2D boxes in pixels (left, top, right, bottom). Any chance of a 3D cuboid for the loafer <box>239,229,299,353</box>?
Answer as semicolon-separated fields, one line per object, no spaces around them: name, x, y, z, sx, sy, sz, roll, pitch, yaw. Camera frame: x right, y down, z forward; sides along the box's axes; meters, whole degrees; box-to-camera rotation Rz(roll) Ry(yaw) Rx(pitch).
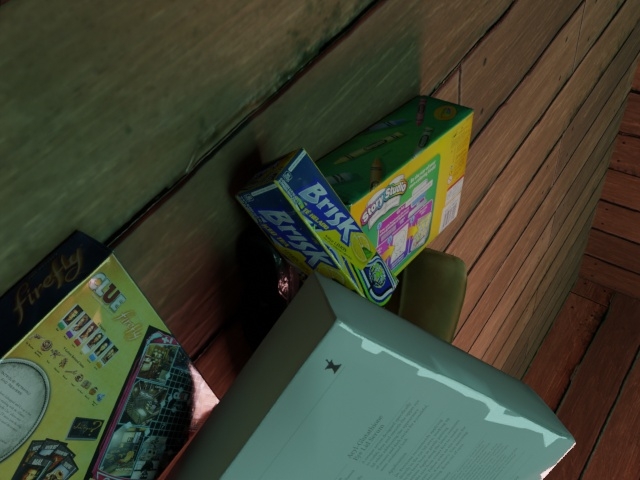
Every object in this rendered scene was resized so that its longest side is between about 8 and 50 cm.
loafer;-0.043;0.060;0.618;0.061;0.062;0.170;-38;142;-46

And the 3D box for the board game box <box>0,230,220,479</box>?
board game box;-0.180;0.130;0.462;0.165;0.042;0.243;-49;147;-26

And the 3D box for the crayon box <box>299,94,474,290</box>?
crayon box;0.080;-0.048;0.715;0.278;0.081;0.165;-38;141;-40

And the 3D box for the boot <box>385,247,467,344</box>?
boot;0.058;0.113;0.753;0.089;0.236;0.269;99;7;-46

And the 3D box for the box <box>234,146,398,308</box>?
box;0.000;0.000;0.554;0.169;0.059;0.054;52;48;-22

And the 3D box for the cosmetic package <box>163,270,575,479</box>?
cosmetic package;0.010;0.252;0.569;0.285;0.097;0.377;29;104;-25
